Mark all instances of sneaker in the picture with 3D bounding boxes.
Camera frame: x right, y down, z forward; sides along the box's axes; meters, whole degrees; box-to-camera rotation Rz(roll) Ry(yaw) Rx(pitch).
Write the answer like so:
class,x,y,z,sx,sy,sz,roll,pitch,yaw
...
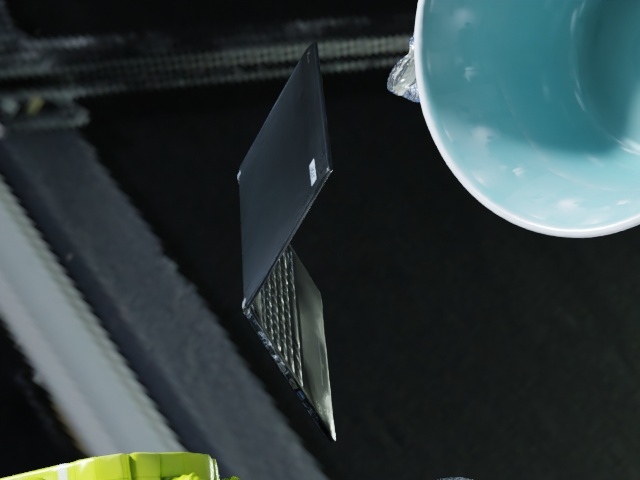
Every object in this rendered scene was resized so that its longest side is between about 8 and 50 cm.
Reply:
class,x,y,z,sx,sy,sz,roll,pitch,yaw
sneaker,0.142,-0.238,2.204,0.058,0.135,0.052,33,-178,-23

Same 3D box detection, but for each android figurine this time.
class,x,y,z,sx,sy,sz,roll,pitch,yaw
android figurine,-0.198,0.228,1.474,0.248,0.272,0.056,21,-120,-60

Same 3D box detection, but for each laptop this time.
class,x,y,z,sx,sy,sz,roll,pitch,yaw
laptop,0.000,0.000,1.558,0.264,0.136,0.234,59,-166,-31

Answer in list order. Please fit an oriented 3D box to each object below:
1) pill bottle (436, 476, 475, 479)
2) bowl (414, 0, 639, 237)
class,x,y,z,sx,sy,sz,roll,pitch,yaw
pill bottle,0.068,0.342,1.483,0.169,0.169,0.301,47,-140,10
bowl,0.245,-0.159,1.358,0.163,0.311,0.311,-1,-128,-48
